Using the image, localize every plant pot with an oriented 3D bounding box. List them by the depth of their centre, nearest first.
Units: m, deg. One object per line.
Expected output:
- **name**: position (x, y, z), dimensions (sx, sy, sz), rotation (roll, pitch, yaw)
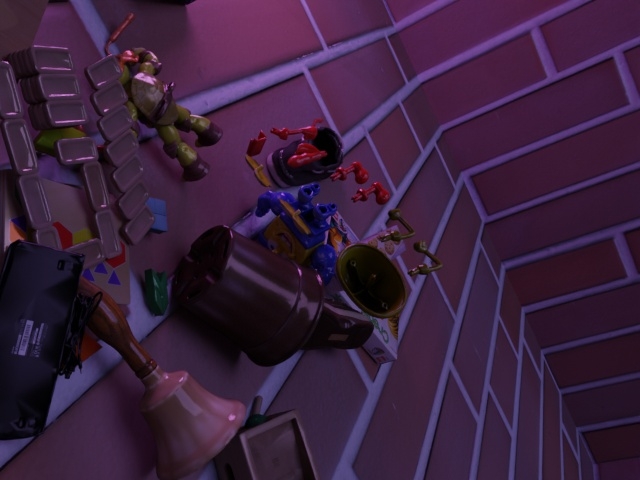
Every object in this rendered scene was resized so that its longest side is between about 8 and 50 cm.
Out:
- **plant pot**: position (-0.108, 0.071, 0.873), dimensions (0.165, 0.167, 0.167), rotation (38, 40, -35)

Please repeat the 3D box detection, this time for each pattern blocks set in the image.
- **pattern blocks set**: position (-0.297, 0.000, 0.700), dimensions (0.325, 0.026, 0.286), rotation (31, 50, -52)

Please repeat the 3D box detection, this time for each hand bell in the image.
- **hand bell**: position (-0.205, 0.139, 0.695), dimensions (0.242, 0.126, 0.126), rotation (56, 29, -13)

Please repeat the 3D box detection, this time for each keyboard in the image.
- **keyboard**: position (-0.286, 0.102, 0.616), dimensions (0.100, 0.038, 0.192), rotation (18, 69, -30)

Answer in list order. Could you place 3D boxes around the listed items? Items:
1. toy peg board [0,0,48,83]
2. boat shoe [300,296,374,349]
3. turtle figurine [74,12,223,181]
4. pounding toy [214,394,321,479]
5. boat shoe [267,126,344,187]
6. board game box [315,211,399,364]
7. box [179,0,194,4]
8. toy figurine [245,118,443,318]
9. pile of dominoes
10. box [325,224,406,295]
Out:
- **toy peg board**: position (-0.404, -0.271, 0.673), dimensions (0.161, 0.079, 0.161), rotation (33, 59, -49)
- **boat shoe**: position (-0.012, 0.138, 1.095), dimensions (0.257, 0.095, 0.095), rotation (25, 16, -51)
- **turtle figurine**: position (-0.238, -0.201, 0.894), dimensions (0.217, 0.087, 0.270), rotation (41, 37, -42)
- **pounding toy**: position (-0.081, 0.292, 0.845), dimensions (0.130, 0.100, 0.141), rotation (-9, 76, -48)
- **boat shoe**: position (0.001, -0.187, 1.316), dimensions (0.112, 0.095, 0.335), rotation (65, 27, -8)
- **board game box**: position (0.074, 0.097, 1.295), dimensions (0.305, 0.053, 0.193), rotation (50, 33, -32)
- **box**: position (-0.282, -0.529, 1.028), dimensions (0.233, 0.059, 0.183), rotation (64, 11, -10)
- **toy figurine**: position (0.000, 0.000, 1.042), dimensions (0.191, 0.217, 0.362), rotation (-31, 76, -37)
- **pile of dominoes**: position (-0.289, -0.095, 0.718), dimensions (0.196, 0.040, 0.251), rotation (-30, 112, -63)
- **box**: position (0.093, 0.033, 1.243), dimensions (0.324, 0.063, 0.067), rotation (-23, 90, -63)
